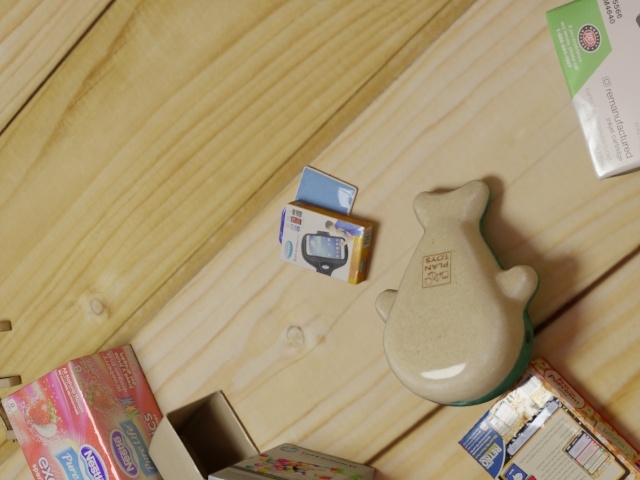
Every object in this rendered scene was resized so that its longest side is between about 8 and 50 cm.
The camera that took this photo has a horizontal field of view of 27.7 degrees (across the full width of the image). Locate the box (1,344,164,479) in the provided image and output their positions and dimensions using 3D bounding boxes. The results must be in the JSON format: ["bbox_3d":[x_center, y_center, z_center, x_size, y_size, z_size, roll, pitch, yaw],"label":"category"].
[{"bbox_3d":[-0.303,0.320,1.844,0.154,0.142,0.300,-29,81,28],"label":"box"}]

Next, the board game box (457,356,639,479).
[{"bbox_3d":[0.283,0.260,1.558,0.193,0.045,0.147,46,115,17],"label":"board game box"}]

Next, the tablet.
[{"bbox_3d":[0.006,-0.059,1.701,0.083,0.006,0.054,25,107,24],"label":"tablet"}]

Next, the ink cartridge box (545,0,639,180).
[{"bbox_3d":[0.409,-0.200,1.391,0.273,0.115,0.198,-19,86,30],"label":"ink cartridge box"}]

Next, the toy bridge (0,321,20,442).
[{"bbox_3d":[-0.495,0.221,2.009,0.063,0.026,0.188,-9,91,33],"label":"toy bridge"}]

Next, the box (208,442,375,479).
[{"bbox_3d":[-0.035,0.313,1.663,0.145,0.186,0.038,10,99,29],"label":"box"}]

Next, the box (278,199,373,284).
[{"bbox_3d":[0.000,0.000,1.695,0.136,0.028,0.081,17,110,25],"label":"box"}]

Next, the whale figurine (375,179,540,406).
[{"bbox_3d":[0.173,0.068,1.569,0.216,0.141,0.272,-14,64,31],"label":"whale figurine"}]

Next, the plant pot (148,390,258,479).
[{"bbox_3d":[-0.173,0.291,1.794,0.096,0.109,0.109,-44,74,39],"label":"plant pot"}]
